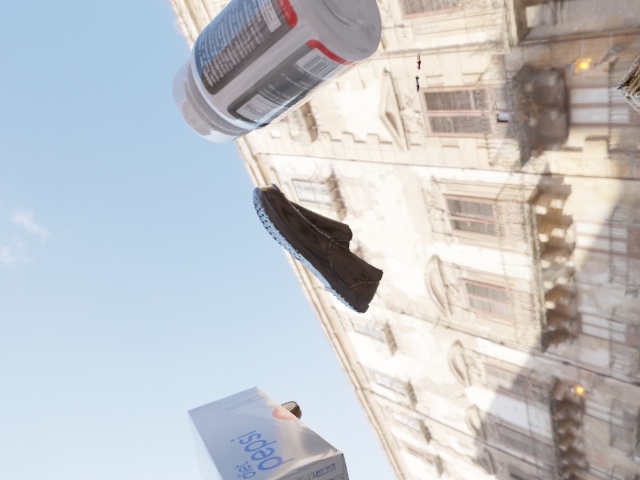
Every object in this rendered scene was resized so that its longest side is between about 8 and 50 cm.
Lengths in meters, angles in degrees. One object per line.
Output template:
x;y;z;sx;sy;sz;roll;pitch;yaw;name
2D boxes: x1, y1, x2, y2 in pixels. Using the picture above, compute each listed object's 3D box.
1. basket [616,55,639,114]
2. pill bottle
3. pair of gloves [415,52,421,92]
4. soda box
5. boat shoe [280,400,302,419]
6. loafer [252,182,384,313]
0.662;-0.285;0.742;0.223;0.213;0.299;23;-77;-33;basket
-0.072;-0.251;0.668;0.161;0.283;0.161;19;-119;-40;pill bottle
0.228;-0.394;1.156;0.074;0.010;0.083;-81;-12;-53;pair of gloves
-0.064;0.232;0.505;0.098;0.286;0.091;-13;-90;-22;soda box
-0.109;0.316;0.855;0.178;0.064;0.060;-15;-85;-35;boat shoe
0.000;0.000;1.085;0.130;0.134;0.366;-47;-74;-10;loafer
